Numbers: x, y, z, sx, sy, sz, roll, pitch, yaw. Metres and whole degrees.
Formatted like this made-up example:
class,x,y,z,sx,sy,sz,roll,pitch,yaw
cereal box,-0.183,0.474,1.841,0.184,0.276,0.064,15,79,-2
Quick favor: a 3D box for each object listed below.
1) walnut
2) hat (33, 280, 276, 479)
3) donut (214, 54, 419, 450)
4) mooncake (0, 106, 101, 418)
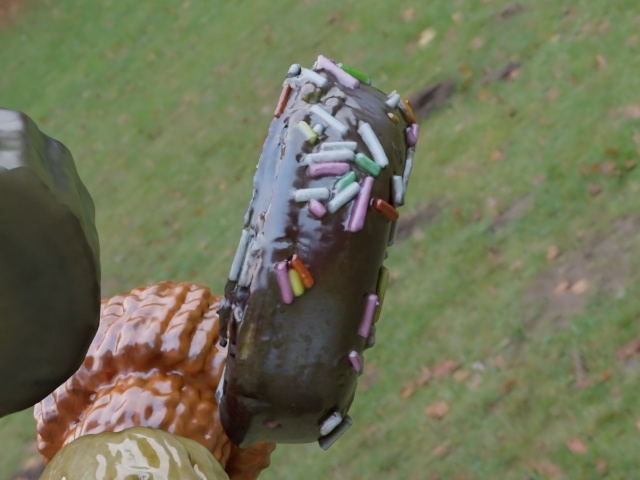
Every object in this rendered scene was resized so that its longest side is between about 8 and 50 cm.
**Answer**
class,x,y,z,sx,sy,sz,roll,pitch,yaw
walnut,-0.155,0.264,1.246,0.195,0.195,0.222,-35,48,13
hat,-0.203,0.222,1.496,0.285,0.285,0.400,-32,11,24
donut,0.003,-0.011,1.249,0.259,0.136,0.345,103,180,-48
mooncake,-0.334,0.014,1.252,0.290,0.290,0.161,-37,26,9
